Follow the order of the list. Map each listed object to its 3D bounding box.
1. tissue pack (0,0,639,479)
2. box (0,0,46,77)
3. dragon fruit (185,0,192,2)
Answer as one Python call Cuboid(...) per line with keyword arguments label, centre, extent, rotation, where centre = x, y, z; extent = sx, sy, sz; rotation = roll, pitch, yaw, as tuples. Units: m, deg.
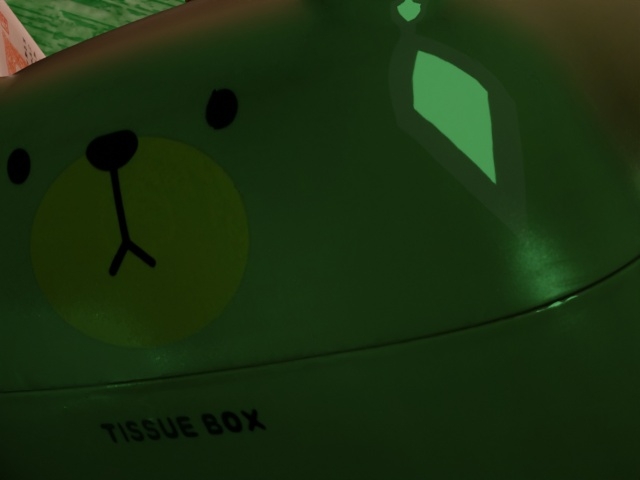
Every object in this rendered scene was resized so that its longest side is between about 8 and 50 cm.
Cuboid(label="tissue pack", centre=(0.000, 0.000, 0.626), extent=(0.387, 0.277, 0.267), rotation=(-9, 18, 35))
Cuboid(label="box", centre=(-0.200, -0.047, 0.832), extent=(0.058, 0.141, 0.201), rotation=(-18, 61, 5))
Cuboid(label="dragon fruit", centre=(0.054, -0.142, 0.835), extent=(0.317, 0.152, 0.205), rotation=(34, 72, 22))
